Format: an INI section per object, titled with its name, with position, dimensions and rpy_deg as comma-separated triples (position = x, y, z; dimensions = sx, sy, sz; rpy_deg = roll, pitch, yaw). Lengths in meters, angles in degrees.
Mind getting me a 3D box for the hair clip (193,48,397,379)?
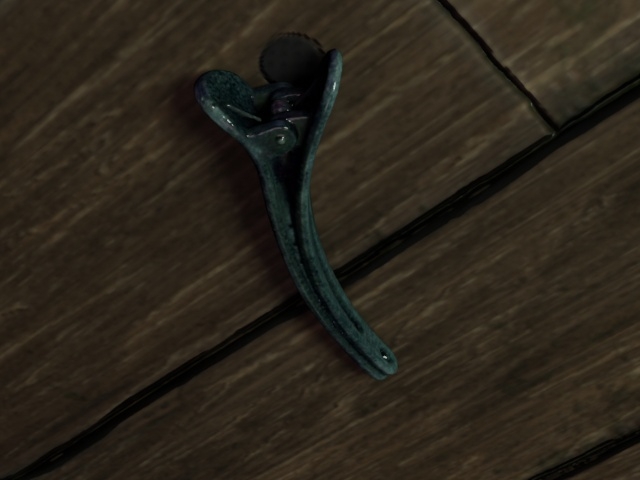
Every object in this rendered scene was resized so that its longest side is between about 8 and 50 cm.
[hair clip]
position = 0.000, 0.000, 0.653
dimensions = 0.083, 0.048, 0.275
rpy_deg = -11, 136, 7
